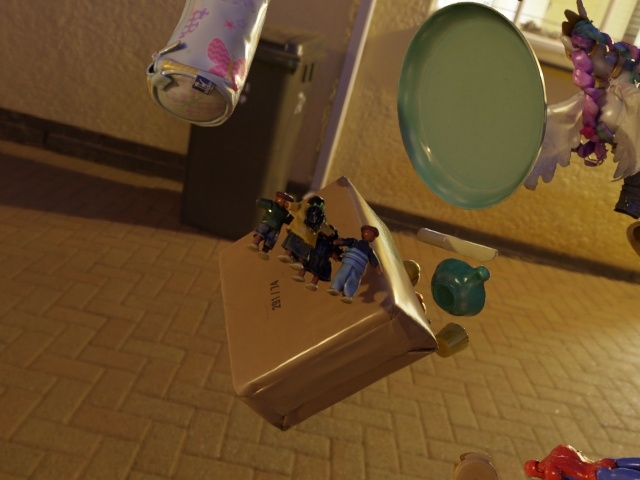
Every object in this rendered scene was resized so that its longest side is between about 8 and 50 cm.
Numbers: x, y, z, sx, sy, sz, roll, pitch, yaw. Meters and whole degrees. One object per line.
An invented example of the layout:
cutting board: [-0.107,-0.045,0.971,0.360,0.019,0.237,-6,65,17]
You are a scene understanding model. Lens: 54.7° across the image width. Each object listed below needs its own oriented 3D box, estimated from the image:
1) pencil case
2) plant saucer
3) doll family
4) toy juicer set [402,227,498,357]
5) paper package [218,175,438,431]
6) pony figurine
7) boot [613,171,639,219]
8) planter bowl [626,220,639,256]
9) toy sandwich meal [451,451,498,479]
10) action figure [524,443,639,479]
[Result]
pencil case: [-0.150,-0.294,0.874,0.124,0.273,0.113,24,-29,-19]
plant saucer: [0.234,-0.207,0.970,0.044,0.317,0.318,-15,32,-29]
doll family: [0.000,0.000,0.820,0.193,0.111,0.076,38,-27,-29]
toy juicer set: [0.266,0.082,1.333,0.090,0.328,0.209,-24,49,-34]
paper package: [-0.003,0.103,1.073,0.168,0.310,0.324,48,17,-41]
pony figurine: [0.577,-0.258,1.233,0.364,0.350,0.303,13,-6,-34]
boot: [0.691,-0.116,1.216,0.247,0.161,0.083,0,10,-10]
planter bowl: [0.402,0.010,0.555,0.217,0.090,0.217,35,-2,1]
toy sandwich meal: [0.253,0.392,1.024,0.086,0.085,0.029,14,-2,-2]
action figure: [0.435,0.367,0.890,0.280,0.139,0.091,-12,10,43]
